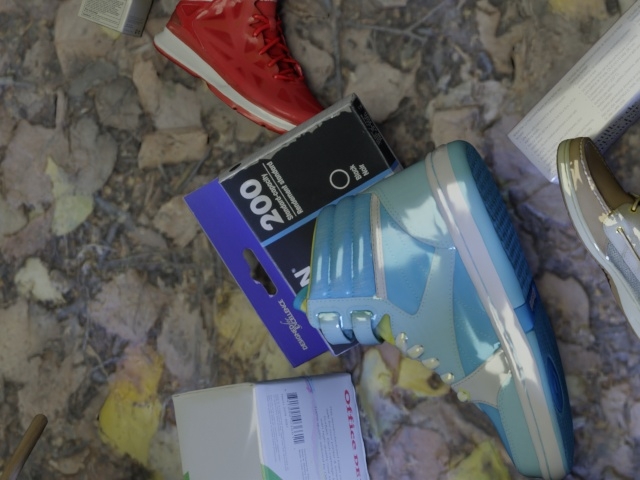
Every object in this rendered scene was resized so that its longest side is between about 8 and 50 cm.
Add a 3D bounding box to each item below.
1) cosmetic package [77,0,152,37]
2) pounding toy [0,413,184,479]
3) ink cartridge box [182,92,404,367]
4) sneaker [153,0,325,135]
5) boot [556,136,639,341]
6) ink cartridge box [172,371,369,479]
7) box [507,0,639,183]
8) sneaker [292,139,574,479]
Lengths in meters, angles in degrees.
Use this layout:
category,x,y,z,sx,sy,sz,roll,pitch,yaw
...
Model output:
category,x,y,z,sx,sy,sz,roll,pitch,yaw
cosmetic package,-0.197,-0.270,1.930,0.060,0.041,0.115,24,97,23
pounding toy,-0.198,0.239,1.792,0.154,0.269,0.154,-4,86,32
ink cartridge box,0.000,0.000,1.799,0.208,0.045,0.206,-30,99,20
sneaker,-0.054,-0.190,1.843,0.221,0.087,0.128,34,102,20
boot,0.313,-0.018,1.648,0.165,0.077,0.213,-24,101,31
ink cartridge box,-0.039,0.206,1.754,0.093,0.212,0.154,-11,85,26
box,0.305,-0.184,1.699,0.324,0.063,0.067,-47,70,15
sneaker,0.096,0.087,1.719,0.208,0.127,0.319,-19,93,14
